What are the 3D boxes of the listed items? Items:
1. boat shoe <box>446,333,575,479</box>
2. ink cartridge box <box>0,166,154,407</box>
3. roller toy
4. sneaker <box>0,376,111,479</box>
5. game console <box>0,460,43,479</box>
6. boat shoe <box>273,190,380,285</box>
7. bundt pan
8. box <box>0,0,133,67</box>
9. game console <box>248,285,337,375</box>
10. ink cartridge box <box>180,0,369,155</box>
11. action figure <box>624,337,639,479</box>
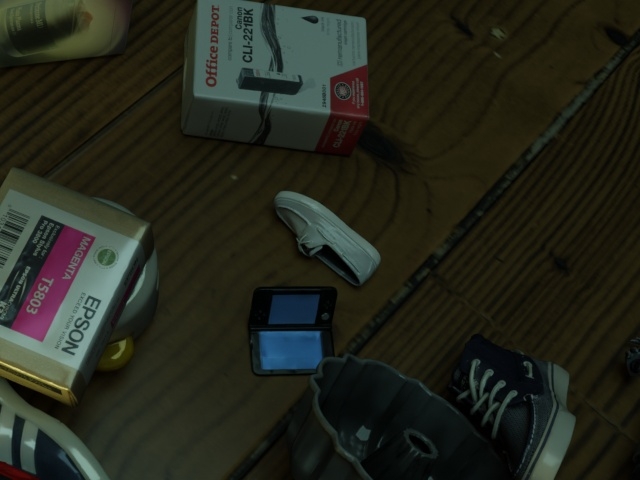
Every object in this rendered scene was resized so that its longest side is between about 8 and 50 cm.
[{"bbox_3d":[0.241,0.228,1.545,0.158,0.127,0.340,25,13,5],"label":"boat shoe"},{"bbox_3d":[-0.336,0.055,1.412,0.193,0.088,0.235,21,67,2],"label":"ink cartridge box"},{"bbox_3d":[-0.307,0.052,1.542,0.209,0.146,0.191,31,69,6],"label":"roller toy"},{"bbox_3d":[-0.394,0.264,1.424,0.350,0.131,0.148,38,66,13],"label":"sneaker"},{"bbox_3d":[-0.319,0.444,1.251,0.386,0.060,0.342,17,78,24],"label":"game console"},{"bbox_3d":[0.000,0.000,1.712,0.184,0.066,0.063,39,58,-4],"label":"boat shoe"},{"bbox_3d":[0.093,0.299,1.469,0.331,0.124,0.331,31,19,-12],"label":"bundt pan"},{"bbox_3d":[-0.425,-0.405,1.671,0.294,0.296,0.183,-11,65,-21],"label":"box"},{"bbox_3d":[-0.035,0.125,1.626,0.122,0.107,0.071,0,34,-16],"label":"game console"},{"bbox_3d":[-0.071,-0.255,1.796,0.273,0.114,0.197,5,61,-12],"label":"ink cartridge box"},{"bbox_3d":[0.528,0.234,1.698,0.185,0.099,0.285,12,47,12],"label":"action figure"}]
